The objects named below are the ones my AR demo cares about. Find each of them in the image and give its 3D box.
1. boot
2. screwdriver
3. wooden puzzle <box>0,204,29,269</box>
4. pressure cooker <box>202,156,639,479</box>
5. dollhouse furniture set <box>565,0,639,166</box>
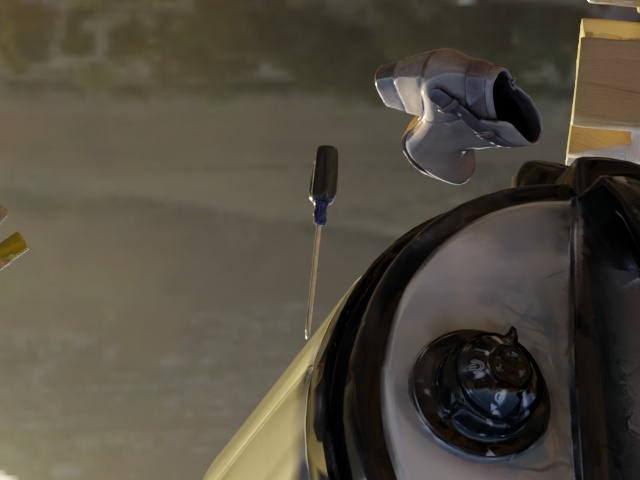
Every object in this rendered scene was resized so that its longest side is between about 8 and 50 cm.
[{"bbox_3d":[0.085,-0.063,1.045,0.087,0.042,0.118,10,157,39],"label":"boot"},{"bbox_3d":[0.000,0.000,1.611,0.025,0.170,0.024,-13,158,41],"label":"screwdriver"},{"bbox_3d":[-0.277,-0.011,1.418,0.078,0.116,0.014,-44,166,-1],"label":"wooden puzzle"},{"bbox_3d":[0.130,0.177,1.149,0.375,0.370,0.420,-30,164,-36],"label":"pressure cooker"},{"bbox_3d":[0.344,-0.186,1.564,0.256,0.394,0.362,6,161,7],"label":"dollhouse furniture set"}]
